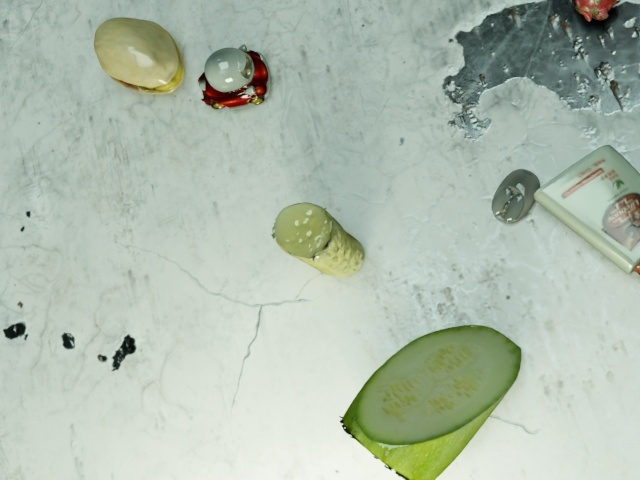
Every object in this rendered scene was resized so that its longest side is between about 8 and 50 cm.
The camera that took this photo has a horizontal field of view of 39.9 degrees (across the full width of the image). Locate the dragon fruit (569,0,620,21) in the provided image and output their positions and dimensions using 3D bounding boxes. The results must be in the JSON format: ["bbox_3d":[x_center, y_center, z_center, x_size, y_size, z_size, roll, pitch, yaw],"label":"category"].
[{"bbox_3d":[0.475,-0.437,1.508,0.086,0.081,0.116,17,82,32],"label":"dragon fruit"}]

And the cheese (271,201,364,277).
[{"bbox_3d":[0.000,0.000,1.495,0.123,0.167,0.093,22,85,25],"label":"cheese"}]

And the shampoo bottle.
[{"bbox_3d":[0.485,-0.009,1.393,0.153,0.071,0.284,-36,68,3],"label":"shampoo bottle"}]

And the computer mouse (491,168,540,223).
[{"bbox_3d":[0.327,-0.076,1.479,0.066,0.039,0.096,34,88,23],"label":"computer mouse"}]

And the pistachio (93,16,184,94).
[{"bbox_3d":[-0.358,-0.372,1.737,0.200,0.117,0.145,30,81,22],"label":"pistachio"}]

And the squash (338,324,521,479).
[{"bbox_3d":[0.175,0.229,1.368,0.189,0.189,0.260,38,94,23],"label":"squash"}]

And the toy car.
[{"bbox_3d":[-0.174,-0.313,1.665,0.139,0.112,0.112,-16,72,12],"label":"toy car"}]
